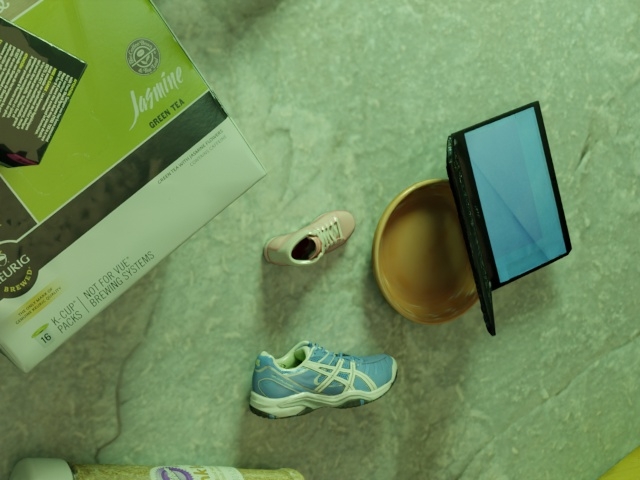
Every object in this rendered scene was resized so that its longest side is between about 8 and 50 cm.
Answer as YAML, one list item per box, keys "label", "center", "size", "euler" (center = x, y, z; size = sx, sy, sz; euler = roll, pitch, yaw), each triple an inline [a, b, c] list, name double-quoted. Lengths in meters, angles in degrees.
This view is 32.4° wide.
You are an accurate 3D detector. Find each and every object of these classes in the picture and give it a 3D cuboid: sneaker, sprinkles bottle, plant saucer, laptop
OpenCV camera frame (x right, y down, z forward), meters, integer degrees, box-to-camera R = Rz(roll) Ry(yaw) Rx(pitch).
- label: "sneaker"
  center: [0.009, 0.171, 1.419]
  size: [0.211, 0.080, 0.081]
  euler: [-9, 103, -29]
- label: "sprinkles bottle"
  center: [-0.187, 0.325, 1.306]
  size: [0.355, 0.121, 0.121]
  euler: [9, 91, -30]
- label: "sneaker"
  center: [0.000, 0.000, 1.401]
  size: [0.134, 0.070, 0.051]
  euler: [-22, 104, -26]
- label: "plant saucer"
  center: [0.151, 0.014, 1.505]
  size: [0.200, 0.037, 0.200]
  euler: [-3, 96, -29]
- label: "laptop"
  center: [0.257, -0.038, 1.456]
  size: [0.137, 0.264, 0.234]
  euler: [-14, 104, 11]

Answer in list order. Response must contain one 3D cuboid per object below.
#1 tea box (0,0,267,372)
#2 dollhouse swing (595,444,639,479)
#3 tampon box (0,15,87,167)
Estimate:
- label: "tea box"
  center: [-0.300, -0.101, 1.139]
  size: [0.329, 0.220, 0.323]
  euler: [-41, 113, -19]
- label: "dollhouse swing"
  center: [0.541, 0.478, 1.640]
  size: [0.347, 0.315, 0.305]
  euler: [-30, 89, -23]
- label: "tampon box"
  center: [-0.304, -0.140, 0.938]
  size: [0.161, 0.120, 0.101]
  euler: [28, 80, -25]
